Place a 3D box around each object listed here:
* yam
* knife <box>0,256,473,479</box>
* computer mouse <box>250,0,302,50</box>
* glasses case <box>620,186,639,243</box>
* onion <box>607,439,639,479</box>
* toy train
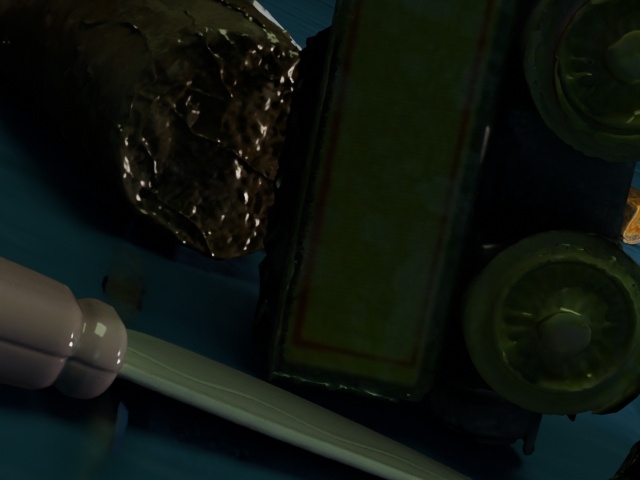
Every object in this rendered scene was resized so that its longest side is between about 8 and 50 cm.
[{"bbox_3d":[-0.098,-0.094,0.670,0.238,0.129,0.128,44,-13,47],"label":"yam"},{"bbox_3d":[-0.058,0.051,0.445,0.336,0.043,0.081,27,4,-28],"label":"knife"},{"bbox_3d":[-0.049,-0.134,0.980,0.102,0.045,0.199,47,17,-19],"label":"computer mouse"},{"bbox_3d":[0.274,-0.072,1.392,0.218,0.049,0.075,36,23,30],"label":"glasses case"},{"bbox_3d":[0.128,0.117,0.392,0.118,0.118,0.117,30,48,10],"label":"onion"},{"bbox_3d":[0.070,-0.037,0.543,0.177,0.261,0.134,11,13,2],"label":"toy train"}]
